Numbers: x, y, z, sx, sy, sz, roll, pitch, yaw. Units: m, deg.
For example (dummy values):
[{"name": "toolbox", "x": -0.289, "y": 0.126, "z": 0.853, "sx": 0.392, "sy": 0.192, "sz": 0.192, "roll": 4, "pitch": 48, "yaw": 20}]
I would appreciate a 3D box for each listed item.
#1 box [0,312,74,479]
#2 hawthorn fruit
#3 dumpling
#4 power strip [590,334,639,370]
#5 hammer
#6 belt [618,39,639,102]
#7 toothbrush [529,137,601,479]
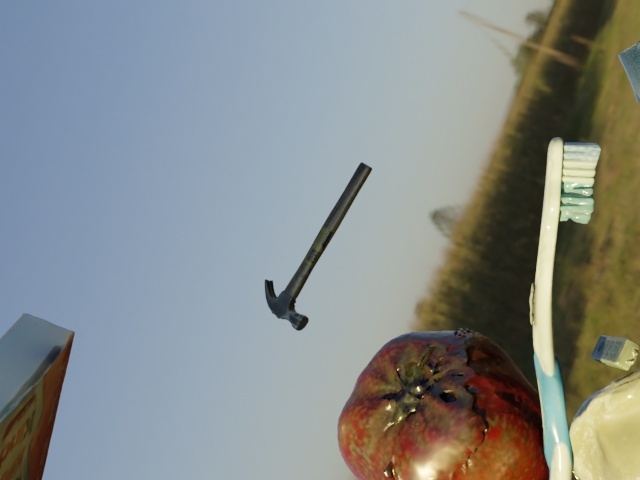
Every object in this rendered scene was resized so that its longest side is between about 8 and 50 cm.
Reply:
[{"name": "box", "x": -0.248, "y": 0.221, "z": 0.812, "sx": 0.265, "sy": 0.048, "sz": 0.273, "roll": -61, "pitch": -9, "yaw": -61}, {"name": "hawthorn fruit", "x": 0.119, "y": 0.179, "z": 1.105, "sx": 0.181, "sy": 0.181, "sz": 0.235, "roll": -66, "pitch": -30, "yaw": -22}, {"name": "dumpling", "x": 0.322, "y": 0.177, "z": 1.190, "sx": 0.118, "sy": 0.199, "sz": 0.136, "roll": -51, "pitch": -48, "yaw": -66}, {"name": "power strip", "x": 0.276, "y": 0.105, "z": 1.204, "sx": 0.027, "sy": 0.017, "sz": 0.083, "roll": -61, "pitch": 7, "yaw": -5}, {"name": "hammer", "x": 0.000, "y": 0.000, "z": 1.310, "sx": 0.182, "sy": 0.062, "sz": 0.017, "roll": -60, "pitch": -28, "yaw": 4}, {"name": "belt", "x": 0.460, "y": -0.234, "z": 1.554, "sx": 0.141, "sy": 0.190, "sz": 0.082, "roll": 148, "pitch": 101, "yaw": -81}, {"name": "toothbrush", "x": 0.152, "y": 0.123, "z": 0.853, "sx": 0.040, "sy": 0.040, "sz": 0.386, "roll": 36, "pitch": -121, "yaw": -82}]
